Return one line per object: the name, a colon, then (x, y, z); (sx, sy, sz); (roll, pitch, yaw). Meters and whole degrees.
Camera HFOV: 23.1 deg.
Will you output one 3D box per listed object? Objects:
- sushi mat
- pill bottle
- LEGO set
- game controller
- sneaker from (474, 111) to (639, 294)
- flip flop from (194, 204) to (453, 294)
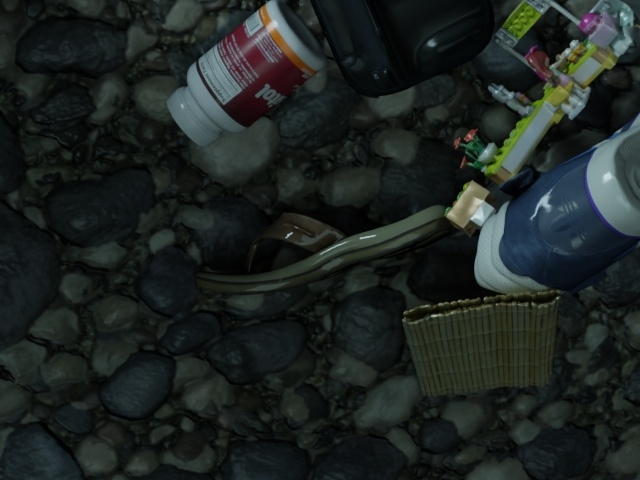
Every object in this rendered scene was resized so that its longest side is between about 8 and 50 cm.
sushi mat: (0.169, 0.112, 1.612); (0.151, 0.316, 0.019); (-7, 70, 5)
pill bottle: (-0.076, -0.163, 1.565); (0.152, 0.086, 0.086); (-37, 110, 16)
LEGO set: (0.196, -0.145, 1.562); (0.107, 0.132, 0.287); (36, 119, -5)
game controller: (0.053, -0.298, 1.527); (0.166, 0.067, 0.319); (-26, 113, -4)
sneaker: (0.283, -0.035, 1.570); (0.236, 0.323, 0.130); (-34, 83, 41)
flip flop: (0.000, 0.000, 1.639); (0.277, 0.112, 0.080); (-18, 88, 10)
